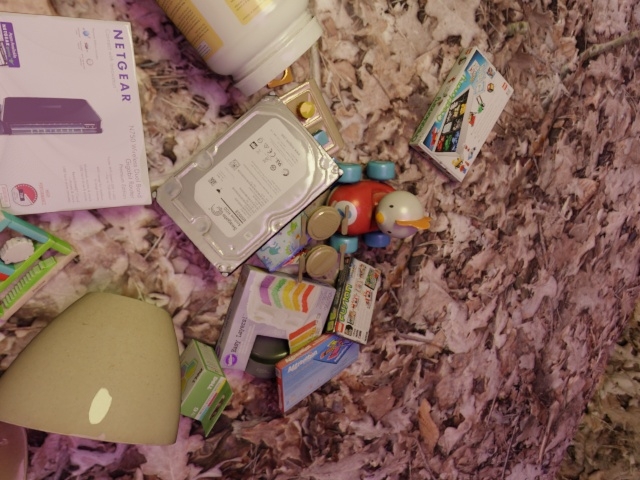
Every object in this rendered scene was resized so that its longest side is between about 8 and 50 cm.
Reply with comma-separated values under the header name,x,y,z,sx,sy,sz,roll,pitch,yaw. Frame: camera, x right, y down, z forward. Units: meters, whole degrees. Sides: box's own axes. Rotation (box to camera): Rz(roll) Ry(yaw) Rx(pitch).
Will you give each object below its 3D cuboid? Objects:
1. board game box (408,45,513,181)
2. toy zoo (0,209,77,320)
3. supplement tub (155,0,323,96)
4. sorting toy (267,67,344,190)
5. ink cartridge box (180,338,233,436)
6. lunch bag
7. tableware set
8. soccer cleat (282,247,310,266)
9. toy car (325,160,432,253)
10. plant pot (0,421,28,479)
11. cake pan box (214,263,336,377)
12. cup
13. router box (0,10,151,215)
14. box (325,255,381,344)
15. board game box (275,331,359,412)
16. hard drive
name,x,y,z,sx,sy,sz,roll,pitch,yaw
board game box,0.394,-0.343,1.162,0.192,0.053,0.306,31,89,-28
toy zoo,-0.601,0.025,0.711,0.192,0.030,0.293,-45,151,-5
supplement tub,-0.171,-0.464,0.764,0.241,0.241,0.331,-45,117,-8
sorting toy,-0.048,-0.256,0.982,0.195,0.047,0.348,-35,114,-13
ink cartridge box,-0.271,0.317,0.929,0.062,0.209,0.109,35,87,-30
lunch bag,-0.099,-0.025,0.989,0.151,0.096,0.129,-36,115,-2
tableware set,0.000,0.000,0.987,0.128,0.039,0.194,-14,128,-25
soccer cleat,-0.061,0.050,1.064,0.083,0.029,0.036,-30,109,-20
toy car,0.150,-0.066,1.000,0.210,0.238,0.220,-9,110,-30
plant pot,-0.742,0.472,0.717,0.305,0.334,0.334,2,102,-13
cake pan box,-0.114,0.211,1.058,0.245,0.070,0.267,18,96,-25
cup,-0.413,0.237,0.815,0.330,0.331,0.237,23,64,-28
router box,-0.488,-0.224,0.766,0.300,0.082,0.336,-8,106,-23
box,0.090,0.158,1.112,0.114,0.036,0.207,26,67,-27
board game box,0.001,0.315,1.096,0.281,0.027,0.145,-23,124,-39
hard drive,-0.151,-0.119,0.895,0.339,0.064,0.237,-41,91,-2
